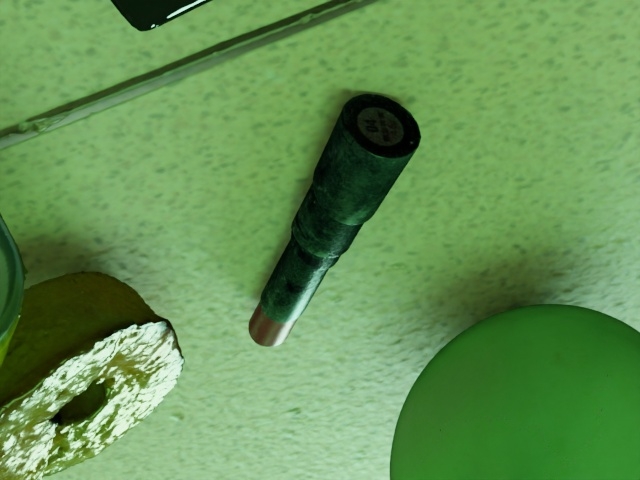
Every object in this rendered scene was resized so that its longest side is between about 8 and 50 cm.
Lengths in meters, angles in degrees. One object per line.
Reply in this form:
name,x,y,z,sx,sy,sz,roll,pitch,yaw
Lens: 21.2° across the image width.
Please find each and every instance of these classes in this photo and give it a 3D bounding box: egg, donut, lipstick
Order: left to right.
donut,-0.180,0.091,1.163,0.174,0.074,0.190,-44,160,7
lipstick,0.000,0.000,1.148,0.053,0.053,0.234,7,139,-19
egg,0.160,0.166,1.247,0.220,0.220,0.270,5,143,-18

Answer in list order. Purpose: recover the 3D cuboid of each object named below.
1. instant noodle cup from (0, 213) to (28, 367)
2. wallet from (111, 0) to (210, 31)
instant noodle cup,-0.333,0.074,0.988,0.325,0.325,0.254,16,124,-28
wallet,-0.027,-0.210,0.898,0.250,0.044,0.149,-24,135,17
